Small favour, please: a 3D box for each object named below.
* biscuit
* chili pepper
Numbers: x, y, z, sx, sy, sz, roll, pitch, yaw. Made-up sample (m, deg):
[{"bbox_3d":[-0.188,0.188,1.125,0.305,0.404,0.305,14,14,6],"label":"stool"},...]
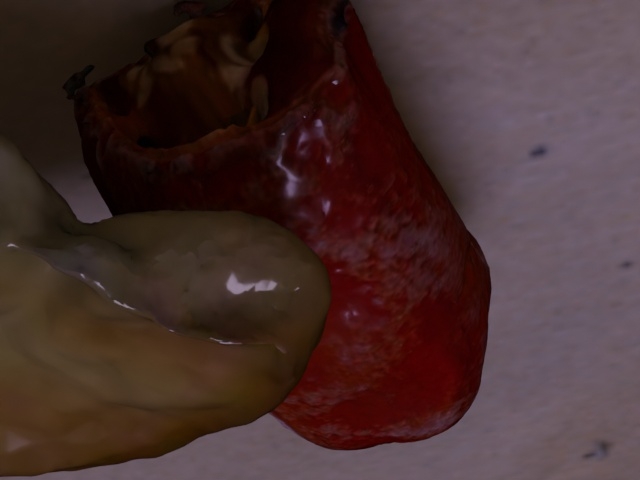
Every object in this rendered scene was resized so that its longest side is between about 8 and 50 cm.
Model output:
[{"bbox_3d":[-0.155,-0.010,0.405,0.299,0.045,0.154,22,146,-17],"label":"biscuit"},{"bbox_3d":[0.000,0.000,0.463,0.073,0.070,0.123,-50,137,-14],"label":"chili pepper"}]
